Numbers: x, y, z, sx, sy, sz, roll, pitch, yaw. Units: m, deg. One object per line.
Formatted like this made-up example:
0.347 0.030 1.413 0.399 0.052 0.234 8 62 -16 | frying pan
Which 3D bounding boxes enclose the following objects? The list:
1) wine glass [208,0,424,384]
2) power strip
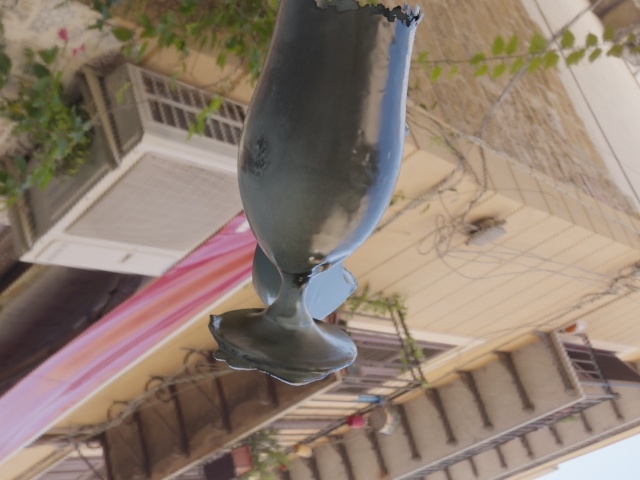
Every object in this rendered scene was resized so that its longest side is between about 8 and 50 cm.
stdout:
-0.005 -0.036 0.468 0.103 0.103 0.222 23 -73 43 | wine glass
0.000 0.000 0.756 0.054 0.167 0.253 34 -50 21 | power strip
